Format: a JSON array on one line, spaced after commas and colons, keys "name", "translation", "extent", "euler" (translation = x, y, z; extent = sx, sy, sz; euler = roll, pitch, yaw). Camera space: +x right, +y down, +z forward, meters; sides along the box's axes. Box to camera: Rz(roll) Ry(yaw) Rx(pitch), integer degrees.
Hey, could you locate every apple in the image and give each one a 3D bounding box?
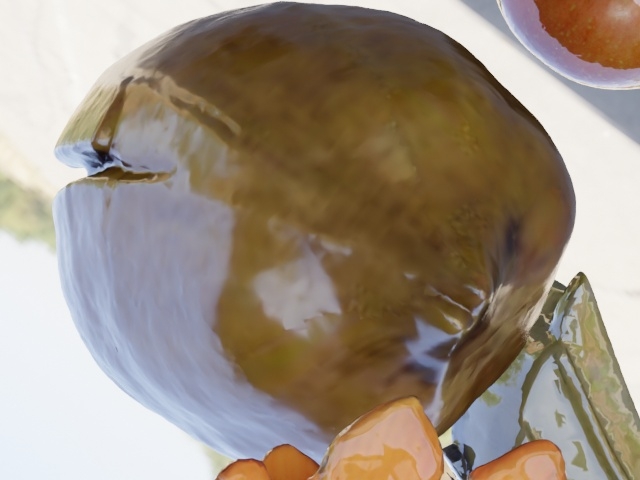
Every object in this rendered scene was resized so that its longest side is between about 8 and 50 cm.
[{"name": "apple", "translation": [0.186, -0.168, 1.042], "extent": [0.163, 0.163, 0.139], "euler": [38, 131, -17]}]

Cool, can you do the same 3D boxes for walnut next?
[{"name": "walnut", "translation": [0.000, 0.000, 0.712], "extent": [0.209, 0.209, 0.336], "euler": [39, 173, -20]}]

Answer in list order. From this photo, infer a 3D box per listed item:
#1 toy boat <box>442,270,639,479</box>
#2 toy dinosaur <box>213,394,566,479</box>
[{"name": "toy boat", "translation": [0.212, 0.190, 0.945], "extent": [0.445, 0.162, 0.136], "euler": [55, 174, -25]}, {"name": "toy dinosaur", "translation": [0.020, 0.096, 0.351], "extent": [0.288, 0.117, 0.070], "euler": [39, 163, -13]}]
